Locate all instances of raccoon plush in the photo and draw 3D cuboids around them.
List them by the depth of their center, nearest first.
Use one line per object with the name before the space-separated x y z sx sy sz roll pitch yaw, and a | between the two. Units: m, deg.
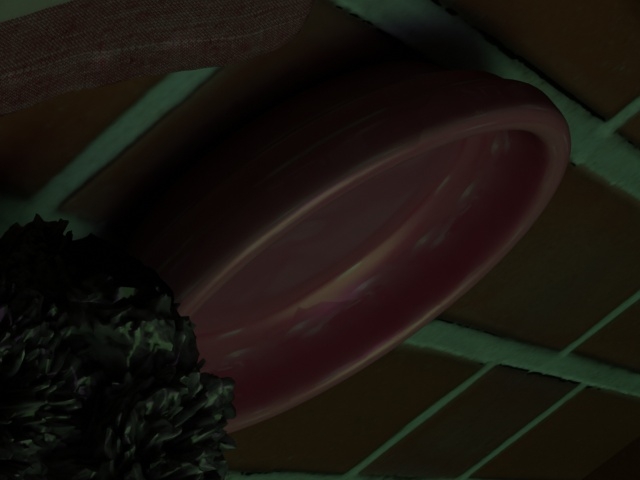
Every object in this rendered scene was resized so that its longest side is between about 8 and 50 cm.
raccoon plush | -0.165 0.179 0.848 0.216 0.446 0.299 -31 178 33

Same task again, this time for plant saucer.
plant saucer | 0.000 0.000 1.159 0.332 0.084 0.332 -29 160 -12

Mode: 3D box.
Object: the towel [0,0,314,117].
towel | -0.043 -0.172 0.766 0.237 0.037 0.329 -21 156 -36
